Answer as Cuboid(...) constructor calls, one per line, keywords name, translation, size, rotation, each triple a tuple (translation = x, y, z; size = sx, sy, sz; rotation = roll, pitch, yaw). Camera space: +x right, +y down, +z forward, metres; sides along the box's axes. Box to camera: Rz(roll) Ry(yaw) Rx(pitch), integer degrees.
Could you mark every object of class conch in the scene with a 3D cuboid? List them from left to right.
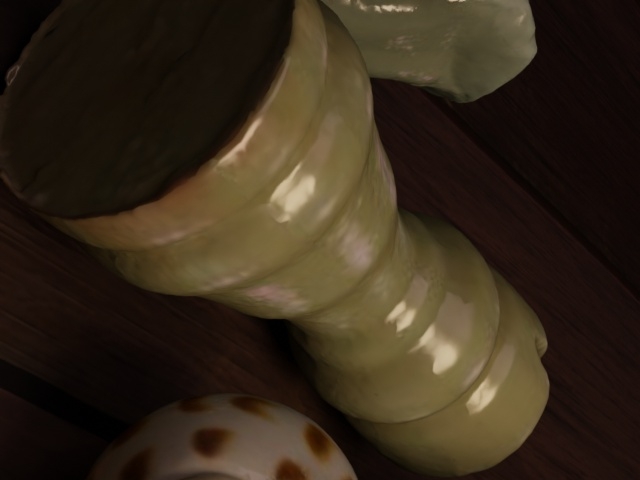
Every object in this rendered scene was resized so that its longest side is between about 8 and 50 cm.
Cuboid(name="conch", translation=(-0.061, 0.181, 0.882), size=(0.149, 0.183, 0.275), rotation=(43, 4, 36))

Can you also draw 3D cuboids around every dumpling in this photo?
Cuboid(name="dumpling", translation=(0.012, -0.238, 1.061), size=(0.321, 0.211, 0.270), rotation=(67, 19, 13))

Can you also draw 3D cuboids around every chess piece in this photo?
Cuboid(name="chess piece", translation=(0.000, 0.000, 1.001), size=(0.442, 0.234, 0.234), rotation=(44, 42, -45))
